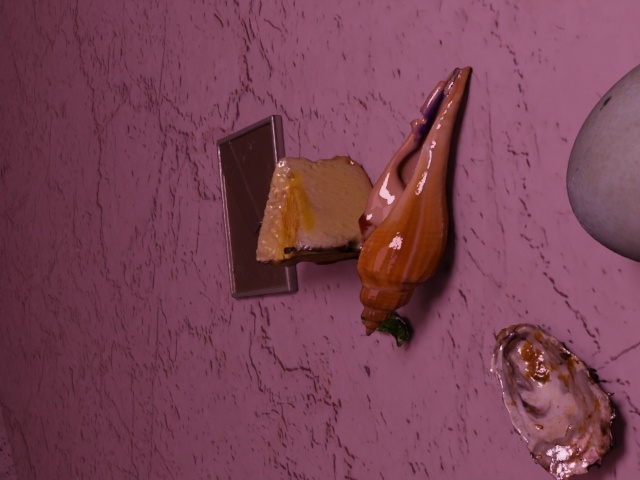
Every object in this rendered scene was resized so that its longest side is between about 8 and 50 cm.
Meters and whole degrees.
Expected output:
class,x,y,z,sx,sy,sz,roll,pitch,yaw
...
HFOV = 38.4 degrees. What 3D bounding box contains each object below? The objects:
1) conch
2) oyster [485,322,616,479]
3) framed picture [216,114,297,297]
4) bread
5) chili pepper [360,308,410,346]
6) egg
class,x,y,z,sx,sy,sz,roll,pitch,yaw
conch,0.115,-0.041,1.067,0.330,0.093,0.109,-66,23,4
oyster,0.230,0.155,0.929,0.177,0.056,0.105,48,118,42
framed picture,-0.104,-0.046,1.436,0.192,0.018,0.265,-10,85,56
bread,0.000,0.000,1.178,0.160,0.140,0.169,-121,38,-51
chili pepper,0.085,0.105,1.166,0.091,0.034,0.030,28,148,51
egg,0.296,-0.068,0.712,0.236,0.169,0.169,-37,63,55
